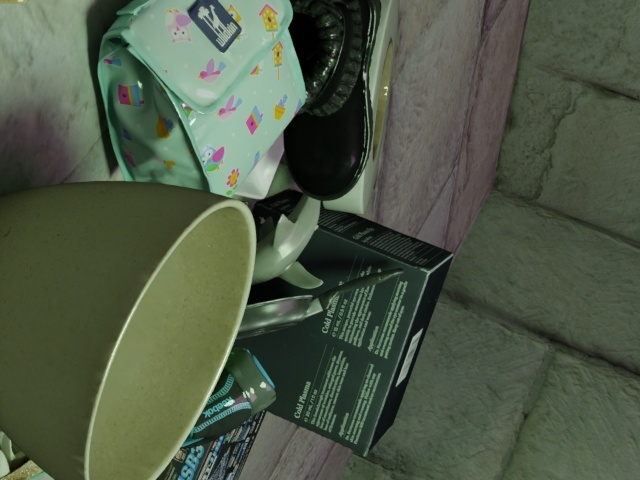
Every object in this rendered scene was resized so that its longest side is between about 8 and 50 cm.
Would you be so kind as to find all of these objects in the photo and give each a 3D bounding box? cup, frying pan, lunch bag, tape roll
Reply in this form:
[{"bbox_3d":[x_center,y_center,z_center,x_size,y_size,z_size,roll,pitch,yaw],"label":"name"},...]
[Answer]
[{"bbox_3d":[-0.245,0.072,1.273,0.331,0.237,0.331,22,90,-76],"label":"cup"},{"bbox_3d":[-0.044,0.109,1.999,0.197,0.326,0.053,148,-69,-69],"label":"frying pan"},{"bbox_3d":[-0.139,-0.196,1.437,0.223,0.160,0.262,-54,149,-33],"label":"lunch bag"},{"bbox_3d":[0.069,-0.238,2.099,0.392,0.072,0.392,9,90,-84],"label":"tape roll"}]

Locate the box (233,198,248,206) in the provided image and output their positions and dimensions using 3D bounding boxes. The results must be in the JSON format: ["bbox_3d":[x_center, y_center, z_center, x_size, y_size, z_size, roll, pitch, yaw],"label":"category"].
[{"bbox_3d":[-0.180,-0.015,1.640,0.232,0.058,0.087,-5,107,-63],"label":"box"}]

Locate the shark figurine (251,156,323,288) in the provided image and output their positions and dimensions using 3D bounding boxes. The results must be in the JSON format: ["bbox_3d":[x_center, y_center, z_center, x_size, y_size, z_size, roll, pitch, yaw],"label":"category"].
[{"bbox_3d":[-0.050,-0.040,1.971,0.278,0.166,0.116,-64,160,-16],"label":"shark figurine"}]

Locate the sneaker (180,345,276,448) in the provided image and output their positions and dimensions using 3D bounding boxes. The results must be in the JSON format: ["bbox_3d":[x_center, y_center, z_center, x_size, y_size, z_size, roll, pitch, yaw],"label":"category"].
[{"bbox_3d":[-0.192,0.233,1.829,0.140,0.125,0.341,-33,180,-27],"label":"sneaker"}]

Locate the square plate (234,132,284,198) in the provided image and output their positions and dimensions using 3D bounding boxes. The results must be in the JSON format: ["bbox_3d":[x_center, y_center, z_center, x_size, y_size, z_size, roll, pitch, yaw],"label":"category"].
[{"bbox_3d":[-0.088,-0.230,1.779,0.347,0.049,0.344,2,109,-75],"label":"square plate"}]

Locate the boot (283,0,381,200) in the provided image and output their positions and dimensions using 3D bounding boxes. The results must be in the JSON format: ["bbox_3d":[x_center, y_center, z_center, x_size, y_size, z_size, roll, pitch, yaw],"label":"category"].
[{"bbox_3d":[-0.015,-0.186,1.732,0.260,0.131,0.347,-54,150,-63],"label":"boot"}]

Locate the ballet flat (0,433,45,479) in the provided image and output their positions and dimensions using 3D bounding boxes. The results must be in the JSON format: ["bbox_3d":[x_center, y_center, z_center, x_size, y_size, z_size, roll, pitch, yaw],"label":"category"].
[{"bbox_3d":[-0.371,0.263,1.476,0.206,0.073,0.067,-40,121,-67],"label":"ballet flat"}]

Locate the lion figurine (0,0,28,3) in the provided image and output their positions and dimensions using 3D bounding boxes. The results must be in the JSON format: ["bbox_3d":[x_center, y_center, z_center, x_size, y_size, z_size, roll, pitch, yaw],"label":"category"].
[{"bbox_3d":[-0.223,-0.322,0.984,0.392,0.142,0.240,-37,139,-56],"label":"lion figurine"}]

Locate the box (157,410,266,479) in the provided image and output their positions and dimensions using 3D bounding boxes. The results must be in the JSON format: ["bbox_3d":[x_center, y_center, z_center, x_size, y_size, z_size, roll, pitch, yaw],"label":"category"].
[{"bbox_3d":[-0.205,0.404,2.236,0.295,0.073,0.293,-68,165,0],"label":"box"}]

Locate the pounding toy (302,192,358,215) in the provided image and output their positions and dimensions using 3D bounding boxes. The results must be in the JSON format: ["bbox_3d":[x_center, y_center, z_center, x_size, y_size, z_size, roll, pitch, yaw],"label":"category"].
[{"bbox_3d":[-0.001,-0.004,2.333,0.206,0.094,0.181,-52,159,-48],"label":"pounding toy"}]

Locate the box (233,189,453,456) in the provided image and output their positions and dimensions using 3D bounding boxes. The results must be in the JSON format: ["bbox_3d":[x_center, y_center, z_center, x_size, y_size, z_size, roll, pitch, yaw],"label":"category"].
[{"bbox_3d":[0.012,0.132,2.143,0.179,0.313,0.343,-28,139,-69],"label":"box"}]
